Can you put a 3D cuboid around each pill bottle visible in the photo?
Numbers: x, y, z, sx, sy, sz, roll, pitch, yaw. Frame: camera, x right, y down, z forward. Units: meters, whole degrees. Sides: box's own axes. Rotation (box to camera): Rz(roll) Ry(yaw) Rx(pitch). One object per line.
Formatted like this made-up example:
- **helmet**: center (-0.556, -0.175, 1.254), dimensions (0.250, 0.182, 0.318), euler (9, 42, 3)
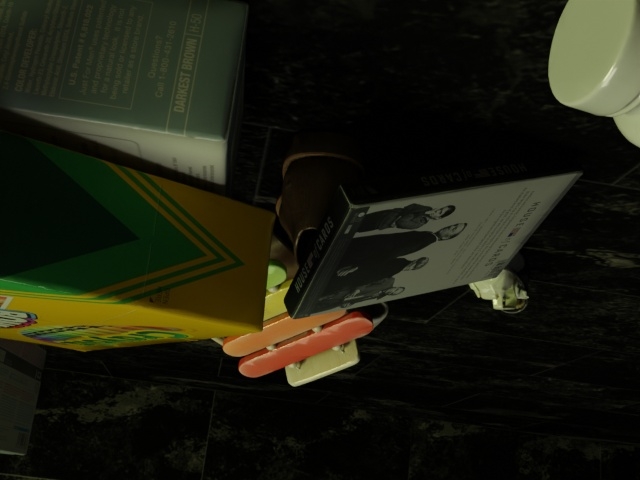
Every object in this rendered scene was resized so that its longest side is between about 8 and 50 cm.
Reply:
- **pill bottle**: center (0.239, -0.099, 0.476), dimensions (0.186, 0.112, 0.112), euler (12, 161, -14)

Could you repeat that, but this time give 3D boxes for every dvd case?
- **dvd case**: center (0.099, -0.002, 0.731), dimensions (0.238, 0.030, 0.179), euler (-10, 149, -26)

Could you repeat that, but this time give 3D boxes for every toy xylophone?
- **toy xylophone**: center (-0.095, 0.085, 1.035), dimensions (0.236, 0.081, 0.322), euler (-31, 132, 27)

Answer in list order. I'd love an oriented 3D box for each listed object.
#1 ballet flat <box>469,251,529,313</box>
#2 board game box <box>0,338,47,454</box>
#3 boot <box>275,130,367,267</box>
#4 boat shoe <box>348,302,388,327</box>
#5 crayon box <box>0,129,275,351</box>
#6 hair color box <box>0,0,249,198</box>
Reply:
- **ballet flat**: center (0.217, 0.045, 0.985), dimensions (0.074, 0.074, 0.203), euler (-2, 159, 25)
- **board game box**: center (-0.435, 0.118, 1.064), dimensions (0.097, 0.304, 0.224), euler (7, 161, -1)
- **boot**: center (0.000, 0.000, 0.860), dimensions (0.112, 0.115, 0.305), euler (3, 163, 5)
- **boat shoe**: center (-0.033, 0.087, 1.169), dimensions (0.276, 0.098, 0.096), euler (4, 162, -20)
- **crayon box**: center (-0.267, 0.015, 0.658), dimensions (0.313, 0.106, 0.362), euler (17, 162, -34)
- **hair color box**: center (-0.248, -0.114, 0.605), dimensions (0.374, 0.114, 0.185), euler (8, 162, -5)
